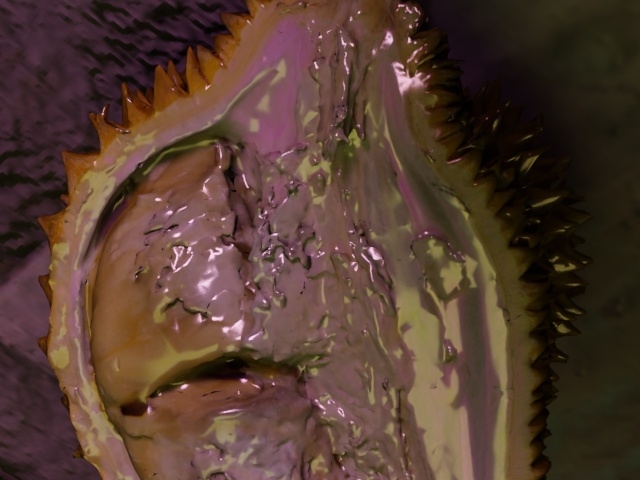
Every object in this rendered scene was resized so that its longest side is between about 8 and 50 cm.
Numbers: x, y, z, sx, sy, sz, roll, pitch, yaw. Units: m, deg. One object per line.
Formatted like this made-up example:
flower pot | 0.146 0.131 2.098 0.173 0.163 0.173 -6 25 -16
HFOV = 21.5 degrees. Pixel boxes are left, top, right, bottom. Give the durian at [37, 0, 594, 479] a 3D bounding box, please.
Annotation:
durian | 0.000 0.000 0.450 0.146 0.102 0.208 10 111 8
